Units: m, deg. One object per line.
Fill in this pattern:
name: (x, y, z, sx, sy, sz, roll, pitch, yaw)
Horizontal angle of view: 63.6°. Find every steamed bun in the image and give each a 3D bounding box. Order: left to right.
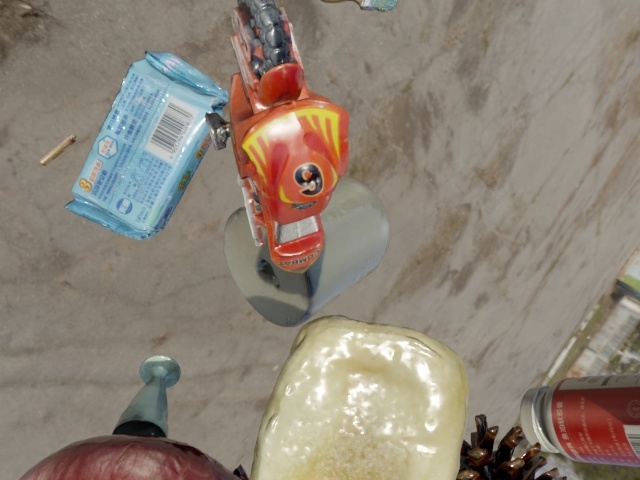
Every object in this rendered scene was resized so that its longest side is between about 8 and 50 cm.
steamed bun: (0.029, 0.140, 0.419, 0.155, 0.141, 0.172, -16, 122, -88)

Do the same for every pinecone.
pinecone: (0.271, 0.408, 0.801, 0.264, 0.264, 0.264, -35, 145, -30)

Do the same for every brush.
brush: (0.075, -0.514, 1.088, 0.021, 0.196, 0.070, 19, 87, -57)

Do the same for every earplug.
earplug: (0.000, 0.000, 1.324, 0.394, 0.313, 0.312, -28, 141, -38)

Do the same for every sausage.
sausage: (-0.435, -0.149, 0.855, 0.100, 0.015, 0.015, -27, 161, 26)

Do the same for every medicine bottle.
medicine bottle: (0.442, 0.272, 0.787, 0.131, 0.131, 0.250, -30, -178, -36)

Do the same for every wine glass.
wine glass: (-0.243, 0.236, 0.741, 0.155, 0.073, 0.073, -104, -142, -70)

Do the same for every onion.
onion: (-0.211, 0.395, 0.561, 0.285, 0.348, 0.347, -94, -151, -71)

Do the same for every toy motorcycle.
toy motorcycle: (-0.040, -0.080, 0.481, 0.089, 0.171, 0.298, -25, 160, -14)

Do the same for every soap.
soap: (-0.271, -0.146, 0.822, 0.293, 0.156, 0.077, -59, -178, 8)

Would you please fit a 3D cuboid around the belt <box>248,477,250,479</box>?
belt: (-0.084, 0.376, 0.741, 0.053, 0.071, 0.232, -26, -178, -41)
